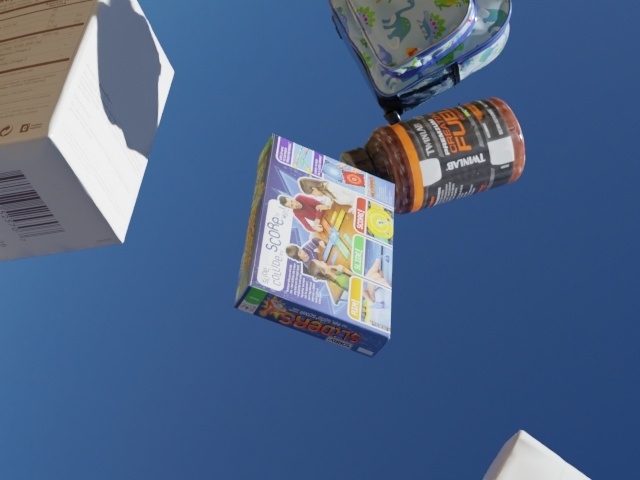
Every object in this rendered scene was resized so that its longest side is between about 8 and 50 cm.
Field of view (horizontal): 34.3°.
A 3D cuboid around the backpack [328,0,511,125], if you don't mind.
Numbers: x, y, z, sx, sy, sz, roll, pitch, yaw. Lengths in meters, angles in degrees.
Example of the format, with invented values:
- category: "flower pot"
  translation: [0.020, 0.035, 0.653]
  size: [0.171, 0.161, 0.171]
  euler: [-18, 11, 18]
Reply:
- category: "backpack"
  translation: [0.074, -0.158, 0.726]
  size: [0.114, 0.105, 0.084]
  euler: [-27, 166, 1]

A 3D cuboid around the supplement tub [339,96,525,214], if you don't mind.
- category: "supplement tub"
  translation: [0.124, -0.091, 1.173]
  size: [0.197, 0.106, 0.106]
  euler: [-17, -158, -15]

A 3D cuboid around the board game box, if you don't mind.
- category: "board game box"
  translation: [0.000, 0.000, 0.951]
  size: [0.035, 0.136, 0.201]
  euler: [-55, -160, 41]

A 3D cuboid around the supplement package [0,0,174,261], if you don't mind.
- category: "supplement package"
  translation: [-0.183, -0.090, 0.716]
  size: [0.105, 0.105, 0.179]
  euler: [-8, -134, 18]

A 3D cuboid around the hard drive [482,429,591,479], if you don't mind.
- category: "hard drive"
  translation: [0.200, 0.298, 0.561]
  size: [0.233, 0.353, 0.047]
  euler: [-50, 172, -35]
